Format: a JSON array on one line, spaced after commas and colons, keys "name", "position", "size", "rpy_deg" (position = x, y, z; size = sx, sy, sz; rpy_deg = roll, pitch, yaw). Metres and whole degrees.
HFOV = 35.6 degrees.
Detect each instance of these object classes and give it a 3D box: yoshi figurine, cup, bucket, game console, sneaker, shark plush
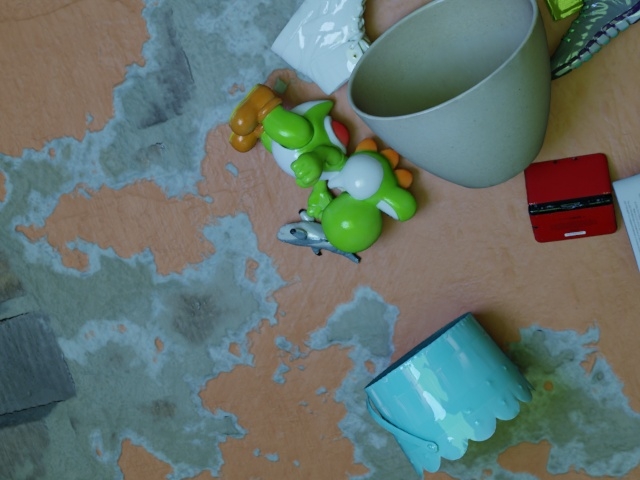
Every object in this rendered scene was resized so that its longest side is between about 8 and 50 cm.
[{"name": "yoshi figurine", "position": [-0.008, -0.107, 1.785], "size": [0.362, 0.203, 0.203], "rpy_deg": [33, 127, 2]}, {"name": "cup", "position": [0.242, -0.225, 1.633], "size": [0.331, 0.331, 0.237], "rpy_deg": [-22, 126, 20]}, {"name": "bucket", "position": [0.223, 0.268, 1.775], "size": [0.281, 0.281, 0.183], "rpy_deg": [-38, 84, 21]}, {"name": "game console", "position": [0.440, -0.072, 1.752], "size": [0.144, 0.085, 0.124], "rpy_deg": [-8, 134, 18]}, {"name": "sneaker", "position": [0.437, -0.360, 1.638], "size": [0.224, 0.083, 0.098], "rpy_deg": [-38, 97, 11]}, {"name": "shark plush", "position": [0.000, 0.000, 1.891], "size": [0.161, 0.073, 0.067], "rpy_deg": [16, 130, -10]}, {"name": "sneaker", "position": [0.061, -0.389, 1.728], "size": [0.169, 0.108, 0.292], "rpy_deg": [41, 121, 0]}]

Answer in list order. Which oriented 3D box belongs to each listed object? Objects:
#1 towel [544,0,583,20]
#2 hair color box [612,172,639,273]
[{"name": "towel", "position": [0.386, -0.491, 1.647], "size": [0.102, 0.021, 0.237], "rpy_deg": [-23, 98, 21]}, {"name": "hair color box", "position": [0.684, -0.055, 1.594], "size": [0.374, 0.113, 0.185], "rpy_deg": [-19, 66, 20]}]
